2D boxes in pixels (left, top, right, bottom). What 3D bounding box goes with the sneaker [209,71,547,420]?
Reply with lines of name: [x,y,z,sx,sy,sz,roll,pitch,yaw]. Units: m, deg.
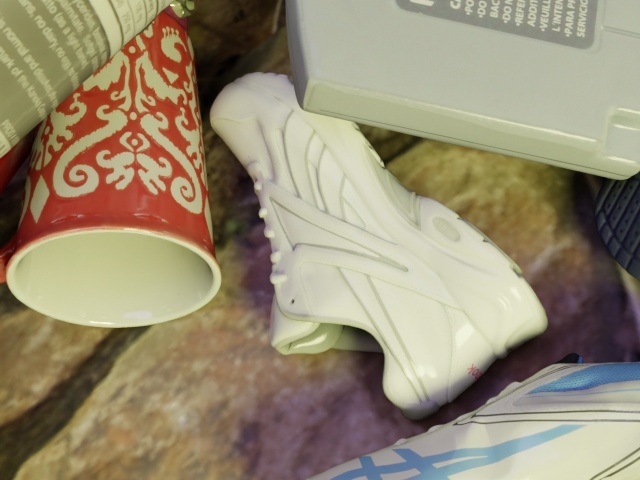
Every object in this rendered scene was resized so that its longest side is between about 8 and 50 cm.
sneaker: [0.000,0.000,0.454,0.115,0.090,0.232,-45,61,-3]

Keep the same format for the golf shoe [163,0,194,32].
golf shoe: [-0.183,-0.263,0.586,0.140,0.115,0.306,-13,81,24]

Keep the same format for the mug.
mug: [-0.135,-0.050,0.495,0.150,0.113,0.169,2,59,-14]

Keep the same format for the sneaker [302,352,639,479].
sneaker: [0.091,0.103,0.391,0.237,0.085,0.086,-17,36,12]

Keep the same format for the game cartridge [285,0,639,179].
game cartridge: [0.085,-0.188,0.446,0.196,0.060,0.294,13,74,-7]

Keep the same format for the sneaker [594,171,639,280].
sneaker: [0.197,0.010,0.412,0.144,0.059,0.053,43,117,40]

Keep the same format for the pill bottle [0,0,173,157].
pill bottle: [-0.162,-0.159,0.413,0.176,0.176,0.318,36,75,27]
